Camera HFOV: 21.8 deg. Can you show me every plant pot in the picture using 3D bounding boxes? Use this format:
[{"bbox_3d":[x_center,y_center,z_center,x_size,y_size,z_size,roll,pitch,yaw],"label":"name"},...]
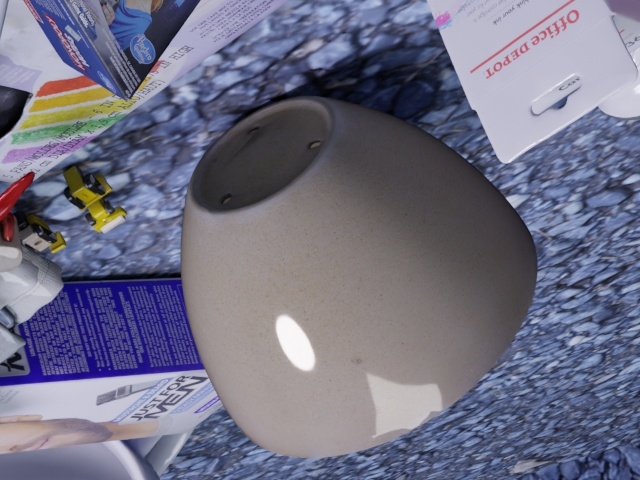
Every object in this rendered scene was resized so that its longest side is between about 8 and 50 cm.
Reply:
[{"bbox_3d":[0.000,0.000,1.298,0.284,0.284,0.191,-26,124,16],"label":"plant pot"}]

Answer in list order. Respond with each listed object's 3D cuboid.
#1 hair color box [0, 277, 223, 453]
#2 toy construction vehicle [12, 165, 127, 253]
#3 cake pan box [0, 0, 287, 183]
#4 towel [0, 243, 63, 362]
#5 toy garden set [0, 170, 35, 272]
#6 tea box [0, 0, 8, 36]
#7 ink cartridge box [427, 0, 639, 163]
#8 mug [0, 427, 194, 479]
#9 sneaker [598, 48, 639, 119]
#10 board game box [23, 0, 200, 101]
[{"bbox_3d":[-0.226,0.119,1.569,0.339,0.110,0.185,0,153,-41],"label":"hair color box"},{"bbox_3d":[-0.203,-0.024,1.328,0.086,0.035,0.098,-34,161,7],"label":"toy construction vehicle"},{"bbox_3d":[-0.190,-0.131,1.002,0.267,0.070,0.245,-30,156,27],"label":"cake pan box"},{"bbox_3d":[-0.375,0.065,1.124,0.312,0.056,0.324,-40,140,17],"label":"towel"},{"bbox_3d":[-0.279,0.004,1.024,0.204,0.049,0.244,14,132,-33],"label":"toy garden set"},{"bbox_3d":[-0.283,-0.135,0.568,0.323,0.220,0.329,-2,147,-23],"label":"tea box"},{"bbox_3d":[0.135,-0.155,1.048,0.115,0.198,0.067,-33,156,34],"label":"ink cartridge box"},{"bbox_3d":[-0.260,0.297,1.828,0.374,0.276,0.328,-49,169,-9],"label":"mug"},{"bbox_3d":[0.270,-0.216,1.147,0.129,0.111,0.297,36,112,-20],"label":"sneaker"},{"bbox_3d":[-0.085,-0.205,0.840,0.194,0.060,0.194,-47,145,-15],"label":"board game box"}]
